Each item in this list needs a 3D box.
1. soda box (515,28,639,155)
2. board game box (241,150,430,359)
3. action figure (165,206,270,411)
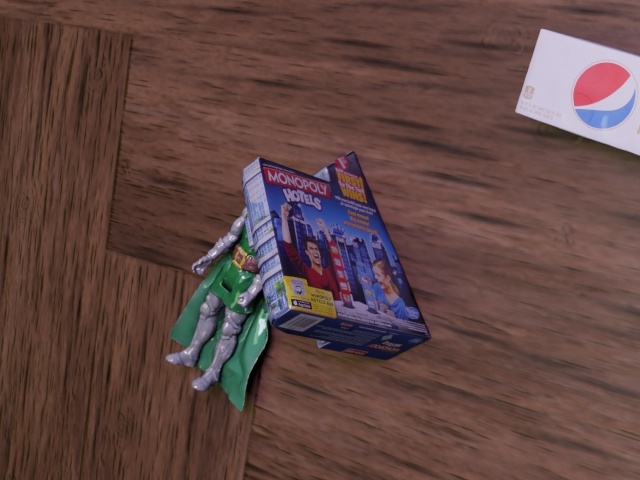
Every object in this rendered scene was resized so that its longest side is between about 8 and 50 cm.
[{"bbox_3d":[0.266,-0.100,0.855,0.216,0.069,0.074,26,106,34],"label":"soda box"},{"bbox_3d":[0.000,0.000,1.008,0.060,0.194,0.194,-31,59,32],"label":"board game box"},{"bbox_3d":[-0.083,0.042,1.128,0.137,0.063,0.232,37,109,33],"label":"action figure"}]
